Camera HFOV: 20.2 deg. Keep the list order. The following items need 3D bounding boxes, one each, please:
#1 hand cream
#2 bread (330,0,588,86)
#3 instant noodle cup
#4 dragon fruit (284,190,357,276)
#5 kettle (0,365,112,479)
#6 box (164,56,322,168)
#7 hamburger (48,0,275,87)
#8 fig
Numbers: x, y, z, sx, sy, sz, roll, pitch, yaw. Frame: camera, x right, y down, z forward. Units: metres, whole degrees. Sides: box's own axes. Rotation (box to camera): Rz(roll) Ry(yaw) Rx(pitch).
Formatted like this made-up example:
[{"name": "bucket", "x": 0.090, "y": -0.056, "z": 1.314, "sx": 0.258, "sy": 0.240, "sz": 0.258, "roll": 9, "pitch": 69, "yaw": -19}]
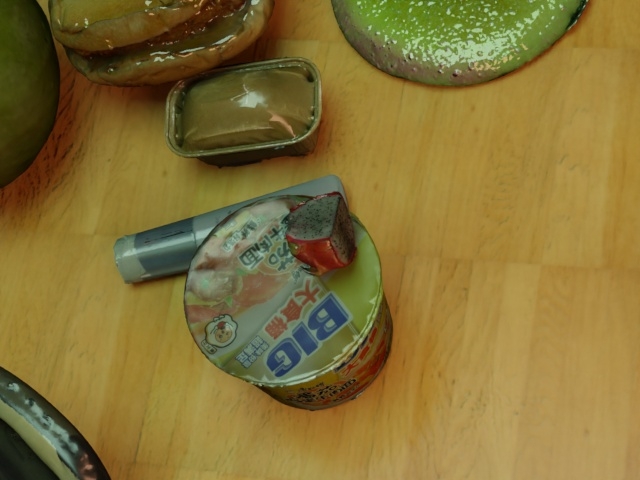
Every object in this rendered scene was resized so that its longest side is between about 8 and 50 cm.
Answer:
[{"name": "hand cream", "x": -0.093, "y": -0.009, "z": 1.908, "sx": 0.255, "sy": 0.048, "sz": 0.079, "roll": -13, "pitch": 69, "yaw": 8}, {"name": "bread", "x": 0.153, "y": -0.299, "z": 1.963, "sx": 0.301, "sy": 0.045, "sz": 0.301, "roll": -6, "pitch": 66, "yaw": 14}, {"name": "instant noodle cup", "x": -0.017, "y": 0.070, "z": 1.790, "sx": 0.205, "sy": 0.153, "sz": 0.205, "roll": -6, "pitch": 67, "yaw": 15}, {"name": "dragon fruit", "x": 0.000, "y": 0.000, "z": 1.700, "sx": 0.056, "sy": 0.060, "sz": 0.083, "roll": -14, "pitch": 37, "yaw": 16}, {"name": "kettle", "x": -0.299, "y": 0.259, "z": 1.720, "sx": 0.324, "sy": 0.321, "sz": 0.228, "roll": 34, "pitch": 39, "yaw": 22}, {"name": "box", "x": -0.079, "y": -0.135, "z": 1.925, "sx": 0.177, "sy": 0.111, "sz": 0.111, "roll": -8, "pitch": 65, "yaw": 16}, {"name": "hamburger", "x": -0.172, "y": -0.290, "z": 1.979, "sx": 0.259, "sy": 0.144, "sz": 0.283, "roll": -13, "pitch": 48, "yaw": 18}, {"name": "fig", "x": -0.422, "y": -0.203, "z": 1.967, "sx": 0.316, "sy": 0.316, "sz": 0.316, "roll": -6, "pitch": 65, "yaw": 14}]
